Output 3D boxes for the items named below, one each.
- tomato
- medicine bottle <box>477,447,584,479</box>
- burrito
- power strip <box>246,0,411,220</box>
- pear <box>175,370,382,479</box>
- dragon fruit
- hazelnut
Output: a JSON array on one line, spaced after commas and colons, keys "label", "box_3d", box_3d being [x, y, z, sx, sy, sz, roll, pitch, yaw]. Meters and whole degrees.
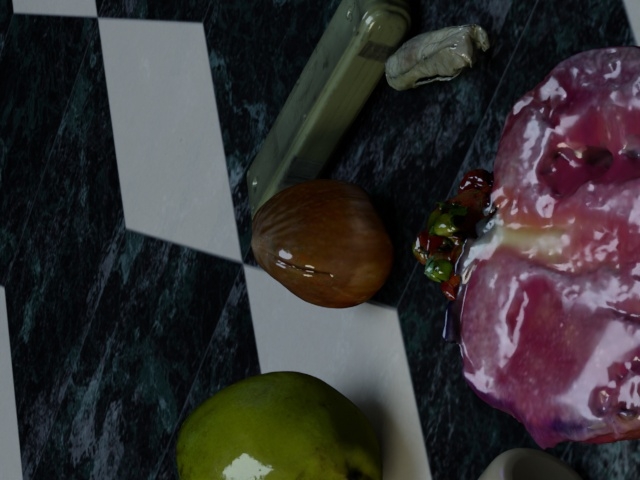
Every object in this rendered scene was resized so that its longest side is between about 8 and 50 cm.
[{"label": "tomato", "box_3d": [0.275, 0.020, 1.556, 0.290, 0.176, 0.334, 16, 93, 47]}, {"label": "medicine bottle", "box_3d": [0.152, 0.309, 1.764, 0.252, 0.114, 0.114, -60, 37, 35]}, {"label": "burrito", "box_3d": [0.117, -0.191, 2.008, 0.188, 0.045, 0.058, -6, 53, 62]}, {"label": "power strip", "box_3d": [0.013, -0.166, 2.169, 0.092, 0.066, 0.387, -102, 32, -42]}, {"label": "pear", "box_3d": [-0.045, 0.242, 2.028, 0.269, 0.212, 0.212, 12, 94, 53]}, {"label": "dragon fruit", "box_3d": [0.150, -0.002, 1.859, 0.142, 0.175, 0.138, -5, 89, 29]}, {"label": "hazelnut", "box_3d": [0.000, 0.000, 2.070, 0.150, 0.150, 0.150, -21, 66, 57]}]
